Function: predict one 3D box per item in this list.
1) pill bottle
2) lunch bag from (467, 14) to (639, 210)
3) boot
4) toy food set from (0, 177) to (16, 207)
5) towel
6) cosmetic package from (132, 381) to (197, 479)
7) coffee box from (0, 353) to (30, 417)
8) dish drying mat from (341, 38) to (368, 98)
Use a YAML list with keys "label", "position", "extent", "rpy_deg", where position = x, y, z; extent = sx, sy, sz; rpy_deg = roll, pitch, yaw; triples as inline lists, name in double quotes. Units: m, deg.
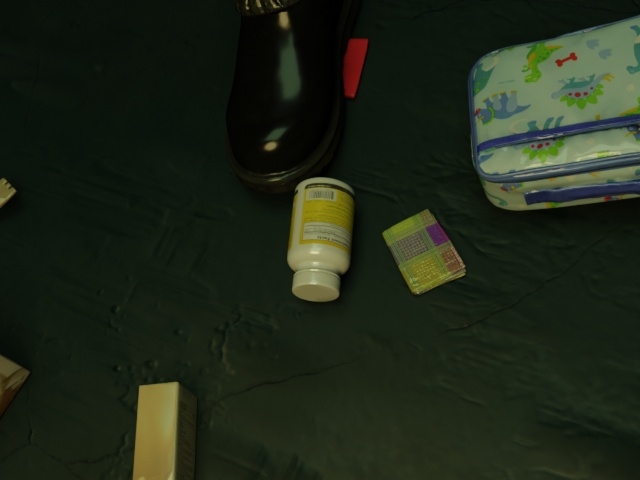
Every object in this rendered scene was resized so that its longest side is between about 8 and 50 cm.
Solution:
- label: "pill bottle"
  position: [0.000, 0.000, 0.814]
  extent: [0.065, 0.065, 0.116]
  rpy_deg: [0, 64, 12]
- label: "lunch bag"
  position: [0.259, -0.120, 0.786]
  extent: [0.219, 0.090, 0.176]
  rpy_deg: [-6, 60, 23]
- label: "boot"
  position: [-0.062, -0.251, 0.838]
  extent: [0.131, 0.260, 0.347]
  rpy_deg: [-1, 63, 18]
- label: "toy food set"
  position: [-0.453, -0.072, 0.968]
  extent: [0.132, 0.038, 0.192]
  rpy_deg: [-46, 69, -4]
- label: "towel"
  position: [0.105, 0.012, 0.817]
  extent: [0.060, 0.009, 0.083]
  rpy_deg: [-27, 61, -1]
- label: "cosmetic package"
  position: [-0.145, 0.197, 0.751]
  extent: [0.041, 0.060, 0.115]
  rpy_deg: [-7, 61, 9]
- label: "coffee box"
  position: [-0.413, 0.194, 0.763]
  extent: [0.098, 0.141, 0.246]
  rpy_deg: [23, 70, 21]
- label: "dish drying mat"
  position: [0.034, -0.202, 0.940]
  extent: [0.032, 0.008, 0.083]
  rpy_deg: [7, 67, 18]
